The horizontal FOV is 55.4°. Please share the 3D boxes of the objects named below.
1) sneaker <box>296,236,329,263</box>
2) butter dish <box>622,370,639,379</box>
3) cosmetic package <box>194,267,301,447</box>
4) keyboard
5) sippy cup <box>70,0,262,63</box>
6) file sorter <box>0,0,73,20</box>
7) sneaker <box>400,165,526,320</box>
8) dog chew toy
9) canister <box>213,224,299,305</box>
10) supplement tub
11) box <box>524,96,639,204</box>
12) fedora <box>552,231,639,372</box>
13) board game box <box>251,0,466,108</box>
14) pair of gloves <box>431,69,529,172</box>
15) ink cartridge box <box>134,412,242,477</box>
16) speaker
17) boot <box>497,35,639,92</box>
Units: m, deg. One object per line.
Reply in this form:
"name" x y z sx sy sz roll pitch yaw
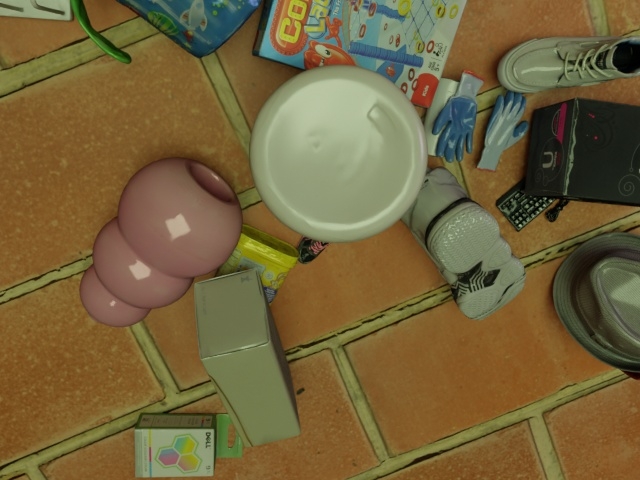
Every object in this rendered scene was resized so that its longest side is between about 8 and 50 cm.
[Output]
"sneaker" 0.000 0.000 1.123 0.047 0.057 0.119 39 101 -17
"butter dish" 0.635 0.180 1.208 0.160 0.160 0.118 -43 82 8
"cosmetic package" -0.120 0.213 1.057 0.113 0.160 0.309 -14 136 -2
"keyboard" 0.433 -0.090 1.157 0.180 0.023 0.108 -41 106 8
"sippy cup" -0.205 -0.406 0.906 0.306 0.240 0.224 -22 125 41
"file sorter" -0.530 -0.434 0.880 0.278 0.173 0.192 2 106 -6
"sneaker" 0.248 -0.004 1.111 0.137 0.210 0.366 -35 141 6
"dog chew toy" -0.286 0.019 1.035 0.207 0.206 0.332 40 108 -15
"canister" -0.133 0.072 1.123 0.126 0.073 0.169 25 104 -14
"supplement tub" 0.024 -0.117 0.929 0.236 0.325 0.235 0 92 0
"box" 0.521 -0.145 1.067 0.271 0.143 0.165 4 94 -9
"fedora" 0.565 0.108 1.104 0.244 0.124 0.275 -39 70 10
"board game box" 0.078 -0.402 0.972 0.302 0.086 0.308 12 106 -18
"pair of gloves" 0.288 -0.203 1.076 0.198 0.023 0.159 11 104 -28
"ink cartridge box" -0.260 0.408 1.217 0.210 0.062 0.108 2 106 -7
"speaker" 0.213 -0.217 1.079 0.055 0.055 0.136 9 106 -8
"boot" 0.438 -0.304 1.020 0.259 0.123 0.095 -14 104 -11
